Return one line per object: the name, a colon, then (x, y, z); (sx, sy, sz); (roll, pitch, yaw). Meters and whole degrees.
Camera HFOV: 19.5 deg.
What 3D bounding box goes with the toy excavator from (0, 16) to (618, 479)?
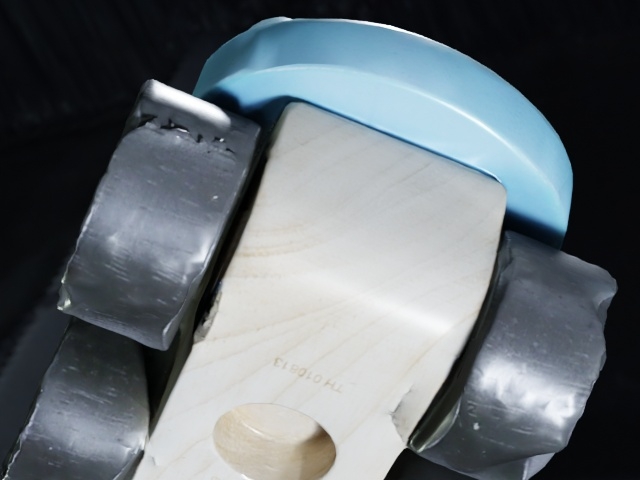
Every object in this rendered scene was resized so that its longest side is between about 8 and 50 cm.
toy excavator: (0.000, 0.000, 1.013); (0.222, 0.433, 0.445); (22, -135, -4)
